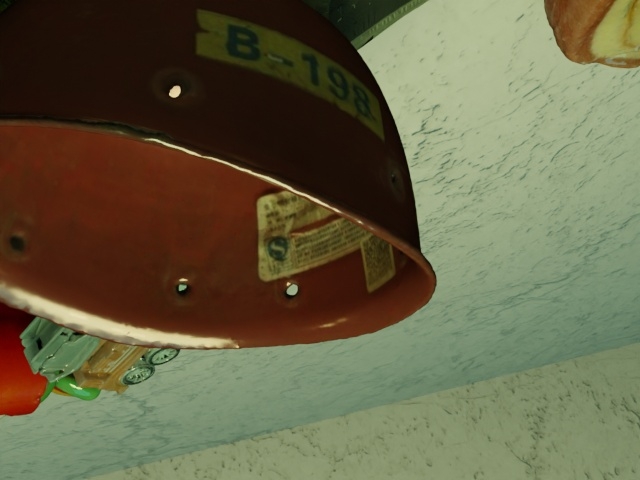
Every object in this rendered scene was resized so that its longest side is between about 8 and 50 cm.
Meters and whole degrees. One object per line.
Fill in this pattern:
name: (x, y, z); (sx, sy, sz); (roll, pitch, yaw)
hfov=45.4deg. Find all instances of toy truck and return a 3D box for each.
toy truck: (-0.246, 0.064, 1.038); (0.338, 0.133, 0.184); (-44, 150, 21)

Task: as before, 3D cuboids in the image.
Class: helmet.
helmet: (-0.103, -0.072, 0.543); (0.384, 0.230, 0.337); (19, 153, -28)

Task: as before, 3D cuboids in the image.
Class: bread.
bread: (0.328, -0.280, 0.759); (0.190, 0.123, 0.244); (-10, 153, -11)

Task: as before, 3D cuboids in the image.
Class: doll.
doll: (-0.474, 0.175, 1.116); (0.363, 0.182, 0.160); (-1, 129, -49)

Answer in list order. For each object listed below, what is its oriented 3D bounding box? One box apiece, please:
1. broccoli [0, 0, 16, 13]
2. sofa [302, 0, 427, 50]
broccoli: (-0.272, -0.173, 0.597); (0.162, 0.138, 0.146); (13, 176, 13)
sofa: (0.013, -0.284, 0.609); (0.225, 0.176, 0.210); (-40, 162, -20)
